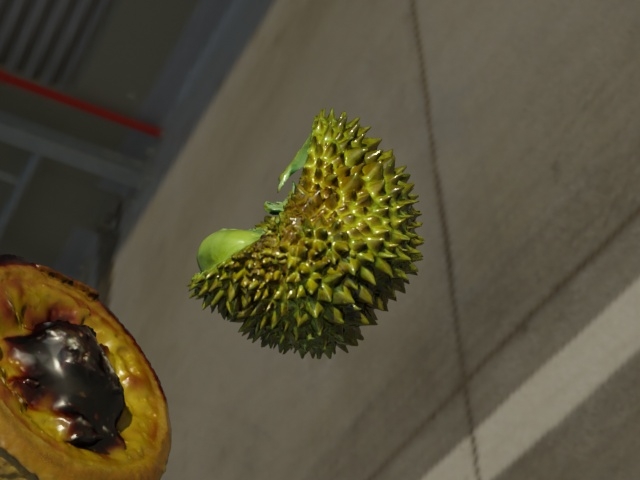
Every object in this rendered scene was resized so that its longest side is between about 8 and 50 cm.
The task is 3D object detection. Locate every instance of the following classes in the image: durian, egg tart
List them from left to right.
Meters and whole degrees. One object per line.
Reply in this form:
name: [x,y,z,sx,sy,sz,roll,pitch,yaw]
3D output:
egg tart: [-0.229,0.130,0.974,0.171,0.215,0.215,-38,33,21]
durian: [-0.001,0.003,1.181,0.200,0.176,0.237,-28,24,41]
